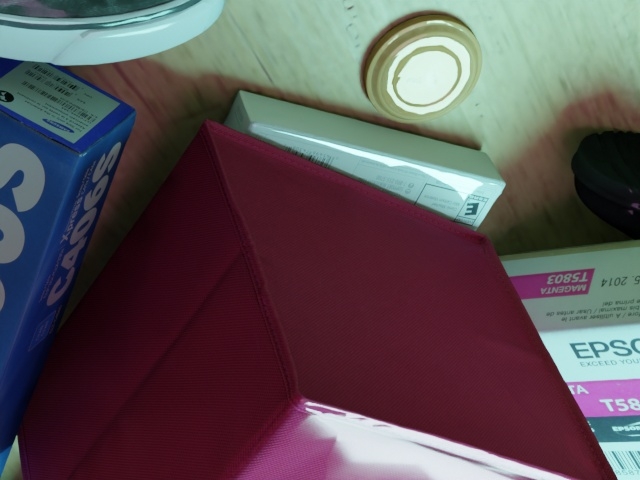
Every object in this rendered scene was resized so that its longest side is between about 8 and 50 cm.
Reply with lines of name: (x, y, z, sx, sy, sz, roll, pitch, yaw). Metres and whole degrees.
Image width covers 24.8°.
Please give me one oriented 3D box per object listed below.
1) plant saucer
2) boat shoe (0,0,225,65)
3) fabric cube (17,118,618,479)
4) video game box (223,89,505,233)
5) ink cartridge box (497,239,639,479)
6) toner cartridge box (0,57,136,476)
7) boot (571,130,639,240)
plant saucer: (0.070, -0.114, 0.983, 0.083, 0.013, 0.083, -10, 131, -11)
boat shoe: (-0.191, -0.175, 0.768, 0.306, 0.113, 0.105, 8, 140, -15)
fabric cube: (-0.016, 0.129, 0.930, 0.254, 0.259, 0.258, 23, 119, -32)
video game box: (0.000, 0.000, 1.031, 0.205, 0.048, 0.187, 12, 122, -28)
ink cartridge box: (0.222, 0.095, 1.074, 0.234, 0.088, 0.193, -7, 133, 36)
toner cartridge box: (-0.248, 0.034, 0.896, 0.165, 0.075, 0.348, 29, 122, 7)
boot: (0.264, 0.032, 1.122, 0.246, 0.094, 0.207, 7, 125, -28)
